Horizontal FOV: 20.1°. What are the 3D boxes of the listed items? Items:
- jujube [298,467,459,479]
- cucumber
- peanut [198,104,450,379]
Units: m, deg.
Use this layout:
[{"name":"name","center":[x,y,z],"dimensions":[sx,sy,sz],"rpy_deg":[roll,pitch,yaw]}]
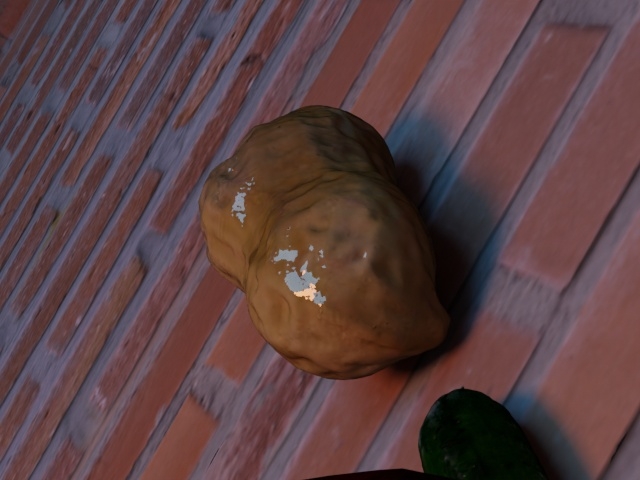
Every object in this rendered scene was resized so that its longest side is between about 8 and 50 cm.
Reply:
[{"name":"jujube","center":[0.021,0.145,0.362],"dimensions":[0.183,0.183,0.243],"rpy_deg":[-59,21,1]},{"name":"cucumber","center":[0.057,0.084,0.589],"dimensions":[0.039,0.039,0.168],"rpy_deg":[-56,21,10]},{"name":"peanut","center":[0.000,0.000,0.790],"dimensions":[0.099,0.099,0.214],"rpy_deg":[-55,25,13]}]
